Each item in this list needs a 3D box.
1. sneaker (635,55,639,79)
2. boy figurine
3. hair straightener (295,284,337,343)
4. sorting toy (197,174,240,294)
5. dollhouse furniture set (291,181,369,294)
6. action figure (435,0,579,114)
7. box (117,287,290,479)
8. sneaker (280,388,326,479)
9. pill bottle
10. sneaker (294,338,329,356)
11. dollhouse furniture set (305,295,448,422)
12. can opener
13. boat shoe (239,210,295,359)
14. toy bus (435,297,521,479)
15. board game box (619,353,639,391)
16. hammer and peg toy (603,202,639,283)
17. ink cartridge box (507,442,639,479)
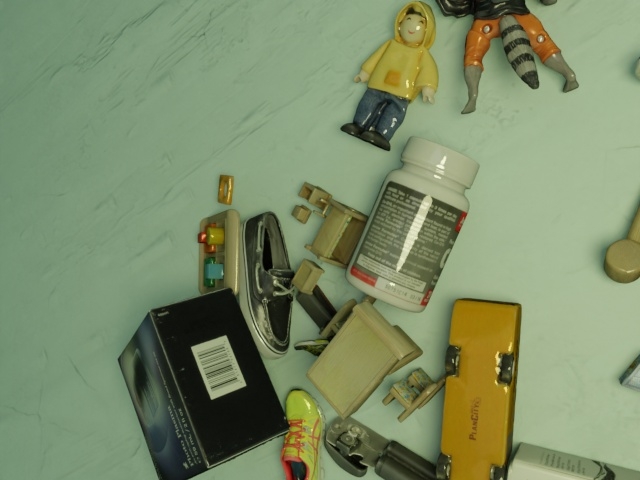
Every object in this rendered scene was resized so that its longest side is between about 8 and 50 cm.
[{"bbox_3d":[0.638,-0.317,0.870,0.282,0.102,0.161,3,83,15],"label":"sneaker"},{"bbox_3d":[0.153,-0.317,1.097,0.177,0.092,0.285,32,102,29],"label":"boy figurine"},{"bbox_3d":[0.019,0.189,1.118,0.047,0.089,0.230,-39,72,25],"label":"hair straightener"},{"bbox_3d":[-0.232,0.029,1.226,0.196,0.047,0.348,-8,81,59],"label":"sorting toy"},{"bbox_3d":[0.000,0.000,1.161,0.161,0.101,0.182,39,104,48],"label":"dollhouse furniture set"},{"bbox_3d":[0.356,-0.410,0.957,0.341,0.178,0.330,-11,92,16],"label":"action figure"},{"bbox_3d":[-0.246,0.298,1.121,0.294,0.182,0.296,-45,65,50],"label":"box"},{"bbox_3d":[-0.041,0.402,1.126,0.081,0.094,0.209,-12,79,25],"label":"sneaker"},{"bbox_3d":[0.168,-0.029,1.026,0.161,0.161,0.283,26,97,25],"label":"pill bottle"},{"bbox_3d":[-0.016,0.221,1.164,0.083,0.031,0.035,-11,82,24],"label":"sneaker"},{"bbox_3d":[0.114,0.184,0.985,0.212,0.242,0.161,46,117,22],"label":"dollhouse furniture set"},{"bbox_3d":[0.133,0.430,1.069,0.283,0.076,0.095,26,129,24],"label":"can opener"},{"bbox_3d":[-0.098,0.088,1.169,0.102,0.108,0.301,-23,69,37],"label":"boat shoe"},{"bbox_3d":[0.272,0.269,0.969,0.108,0.130,0.333,4,87,24],"label":"toy bus"},{"bbox_3d":[0.571,0.183,0.875,0.194,0.060,0.194,2,87,25],"label":"board game box"},{"bbox_3d":[0.613,-0.022,0.808,0.361,0.127,0.266,8,79,26],"label":"hammer and peg toy"},{"bbox_3d":[0.443,0.470,0.873,0.307,0.129,0.223,7,89,25],"label":"ink cartridge box"}]
